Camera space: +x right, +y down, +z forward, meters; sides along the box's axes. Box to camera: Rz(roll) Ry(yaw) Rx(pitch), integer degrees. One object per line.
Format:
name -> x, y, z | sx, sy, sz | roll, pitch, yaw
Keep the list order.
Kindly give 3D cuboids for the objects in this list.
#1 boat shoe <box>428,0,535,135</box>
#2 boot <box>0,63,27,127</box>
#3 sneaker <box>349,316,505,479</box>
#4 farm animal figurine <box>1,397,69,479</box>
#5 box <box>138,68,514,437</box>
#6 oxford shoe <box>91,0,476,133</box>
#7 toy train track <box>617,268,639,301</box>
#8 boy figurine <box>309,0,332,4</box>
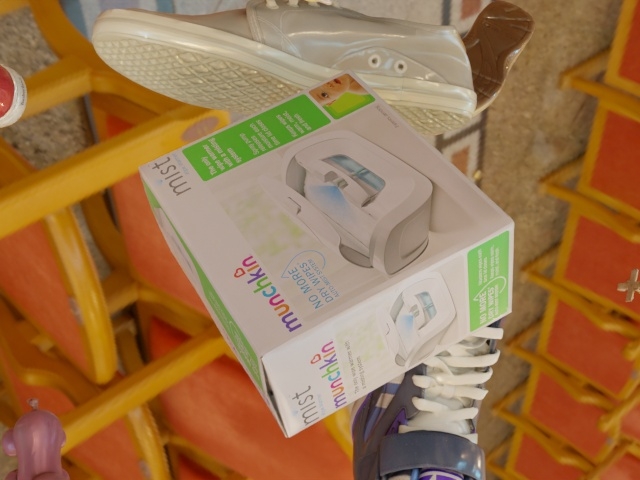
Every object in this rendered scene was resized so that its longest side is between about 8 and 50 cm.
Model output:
boat shoe -> 0.236, -0.257, 1.419 | 0.341, 0.122, 0.110 | -45, 167, -35
boot -> -0.432, -0.139, 0.837 | 0.176, 0.244, 0.088 | 11, 70, -77
sneaker -> 0.126, 0.166, 0.861 | 0.130, 0.236, 0.322 | 14, 117, -16
farm animal figurine -> -0.236, 0.256, 0.646 | 0.172, 0.330, 0.326 | -49, -170, 48
box -> 0.000, 0.000, 0.785 | 0.231, 0.262, 0.126 | -26, 138, -14
oxford shoe -> -0.030, -0.215, 1.010 | 0.450, 0.169, 0.130 | 5, 82, -18
toy train track -> 0.440, 0.062, 1.197 | 0.014, 0.083, 0.048 | 26, 71, -24
boy figurine -> 0.014, -0.243, 0.571 | 0.092, 0.285, 0.177 | 17, 101, -36
